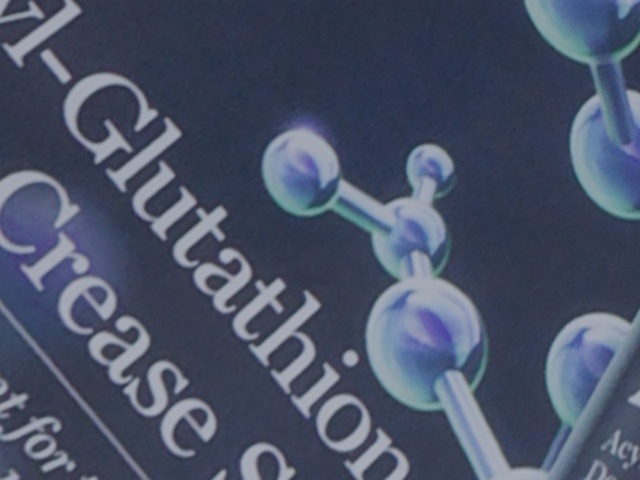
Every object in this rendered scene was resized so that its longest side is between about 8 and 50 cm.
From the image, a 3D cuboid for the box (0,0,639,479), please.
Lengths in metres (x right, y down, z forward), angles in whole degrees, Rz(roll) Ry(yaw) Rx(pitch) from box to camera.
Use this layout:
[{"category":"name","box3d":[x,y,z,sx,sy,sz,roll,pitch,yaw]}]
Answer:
[{"category":"box","box3d":[0.000,0.000,0.502,0.293,0.395,0.212,51,153,-7]}]
